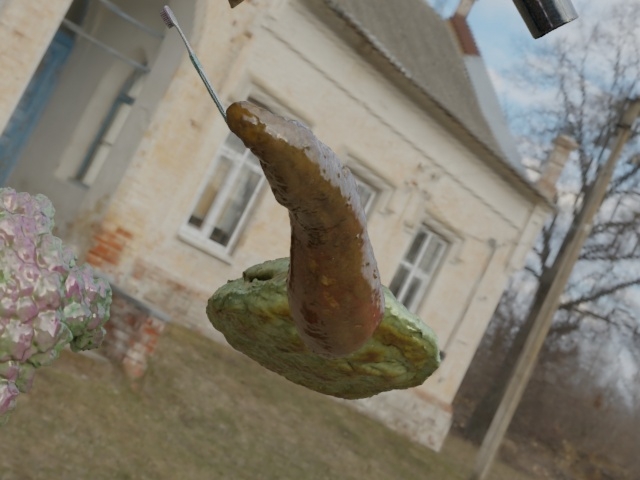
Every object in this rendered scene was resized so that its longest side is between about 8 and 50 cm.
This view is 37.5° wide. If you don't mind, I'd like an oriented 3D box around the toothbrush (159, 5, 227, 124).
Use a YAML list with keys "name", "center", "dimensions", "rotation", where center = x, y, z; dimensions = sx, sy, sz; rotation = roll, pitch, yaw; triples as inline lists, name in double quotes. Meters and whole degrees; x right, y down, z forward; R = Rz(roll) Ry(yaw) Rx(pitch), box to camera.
- name: "toothbrush"
  center: [-0.155, -0.217, 1.185]
  dimensions: [0.014, 0.011, 0.167]
  rotation: [-21, -75, 31]

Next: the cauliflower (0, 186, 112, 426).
- name: "cauliflower"
  center: [-0.340, 0.047, 0.869]
  dimensions: [0.256, 0.239, 0.315]
  rotation: [59, -28, -3]

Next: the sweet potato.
- name: "sweet potato"
  center: [0.000, 0.000, 0.429]
  dimensions: [0.050, 0.050, 0.214]
  rotation: [24, -25, 21]

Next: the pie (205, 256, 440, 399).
- name: "pie"
  center: [-0.004, 0.075, 0.850]
  dimensions: [0.201, 0.090, 0.248]
  rotation: [26, -22, -14]

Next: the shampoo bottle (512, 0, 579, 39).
- name: "shampoo bottle"
  center: [0.156, -0.278, 0.815]
  dimensions: [0.214, 0.072, 0.072]
  rotation: [60, -11, -7]

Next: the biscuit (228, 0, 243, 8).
- name: "biscuit"
  center: [0.004, -0.452, 1.236]
  dimensions: [0.054, 0.378, 0.094]
  rotation: [25, 40, -56]
